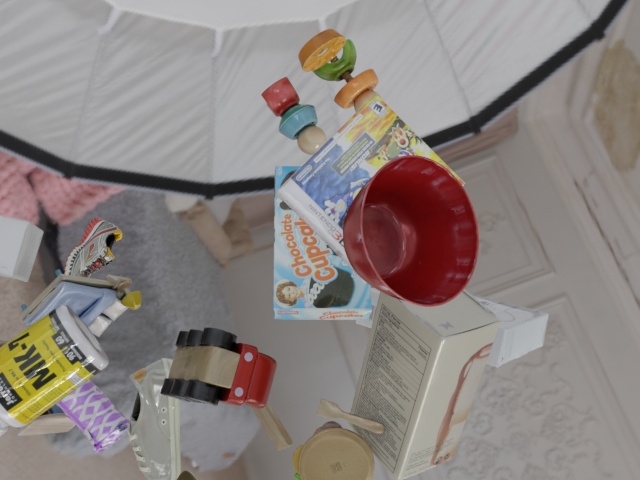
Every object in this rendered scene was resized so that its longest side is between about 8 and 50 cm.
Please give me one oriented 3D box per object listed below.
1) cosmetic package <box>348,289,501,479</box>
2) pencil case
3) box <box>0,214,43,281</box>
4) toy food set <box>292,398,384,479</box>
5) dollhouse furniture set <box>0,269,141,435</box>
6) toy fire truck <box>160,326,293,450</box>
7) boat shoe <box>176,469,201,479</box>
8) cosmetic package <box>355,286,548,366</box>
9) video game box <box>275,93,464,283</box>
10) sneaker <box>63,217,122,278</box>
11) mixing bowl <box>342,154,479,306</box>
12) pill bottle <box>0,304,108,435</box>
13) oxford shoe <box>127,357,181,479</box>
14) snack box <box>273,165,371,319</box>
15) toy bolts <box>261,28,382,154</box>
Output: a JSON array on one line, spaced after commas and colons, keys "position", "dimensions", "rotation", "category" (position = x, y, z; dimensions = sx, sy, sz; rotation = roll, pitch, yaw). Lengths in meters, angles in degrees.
[{"position": [0.159, 0.217, 1.184], "dimensions": [0.153, 0.129, 0.296], "rotation": [45, -46, 42], "category": "cosmetic package"}, {"position": [-0.458, 0.314, 1.400], "dimensions": [0.206, 0.086, 0.088], "rotation": [40, 36, 14], "category": "pencil case"}, {"position": [-0.557, 0.011, 1.284], "dimensions": [0.087, 0.101, 0.102], "rotation": [113, -11, -78], "category": "box"}, {"position": [0.022, 0.360, 1.195], "dimensions": [0.038, 0.132, 0.192], "rotation": [-67, 177, -85], "category": "toy food set"}, {"position": [-0.510, 0.203, 1.421], "dimensions": [0.198, 0.303, 0.286], "rotation": [53, 12, 23], "category": "dollhouse furniture set"}, {"position": [-0.133, 0.264, 1.279], "dimensions": [0.217, 0.246, 0.158], "rotation": [-19, -127, 61], "category": "toy fire truck"}, {"position": [-0.213, 0.489, 1.357], "dimensions": [0.153, 0.056, 0.048], "rotation": [38, 1, 34], "category": "boat shoe"}, {"position": [0.320, 0.189, 1.790], "dimensions": [0.284, 0.377, 0.097], "rotation": [-1, 102, -55], "category": "cosmetic package"}, {"position": [0.072, -0.074, 1.057], "dimensions": [0.187, 0.205, 0.048], "rotation": [45, -10, -5], "category": "video game box"}, {"position": [-0.600, 0.043, 1.938], "dimensions": [0.088, 0.093, 0.225], "rotation": [94, 15, -62], "category": "sneaker"}, {"position": [0.095, -0.006, 0.902], "dimensions": [0.098, 0.181, 0.181], "rotation": [-14, -82, 56], "category": "mixing bowl"}, {"position": [-0.438, 0.202, 1.105], "dimensions": [0.119, 0.208, 0.119], "rotation": [50, -12, 15], "category": "pill bottle"}, {"position": [-0.432, 0.529, 1.913], "dimensions": [0.169, 0.130, 0.449], "rotation": [-167, -106, -68], "category": "oxford shoe"}, {"position": [0.000, 0.000, 1.465], "dimensions": [0.060, 0.187, 0.321], "rotation": [96, -7, -62], "category": "snack box"}, {"position": [0.008, -0.282, 1.460], "dimensions": [0.158, 0.228, 0.218], "rotation": [55, 7, 7], "category": "toy bolts"}]
